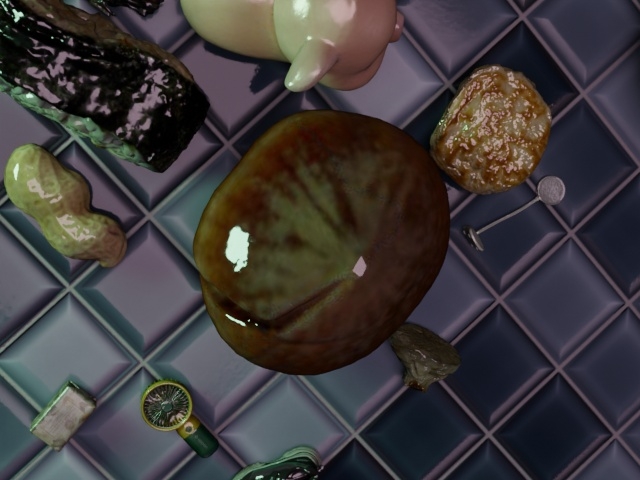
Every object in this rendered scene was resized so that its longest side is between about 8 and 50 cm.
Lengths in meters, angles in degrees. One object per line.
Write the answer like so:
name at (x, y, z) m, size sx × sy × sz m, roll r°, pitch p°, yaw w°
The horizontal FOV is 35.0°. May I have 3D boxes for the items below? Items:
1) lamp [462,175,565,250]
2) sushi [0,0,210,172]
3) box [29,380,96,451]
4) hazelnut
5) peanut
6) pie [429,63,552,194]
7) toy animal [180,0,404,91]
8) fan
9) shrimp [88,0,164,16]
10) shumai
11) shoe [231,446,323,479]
lamp at (0.326, -0.046, 1.680) m, size 0.198 × 0.056 × 0.050 m, roll -31°, pitch 99°, yaw -9°
sushi at (-0.332, -0.238, 1.457) m, size 0.350 × 0.211 × 0.170 m, roll 28°, pitch 87°, yaw -18°
box at (-0.401, 0.273, 1.586) m, size 0.062 × 0.045 × 0.098 m, roll 39°, pitch 88°, yaw -14°
hazelnut at (0.000, 0.000, 1.492) m, size 0.359 × 0.359 × 0.409 m, roll 39°, pitch 80°, yaw -13°
peanut at (-0.385, -0.046, 1.528) m, size 0.104 × 0.086 × 0.227 m, roll -39°, pitch 104°, yaw -7°
pie at (0.275, -0.176, 1.635) m, size 0.179 × 0.084 × 0.205 m, roll 28°, pitch 93°, yaw -11°
toy animal at (-0.040, -0.341, 1.462) m, size 0.327 × 0.269 × 0.237 m, roll 11°, pitch 100°, yaw -8°
fan at (-0.223, 0.287, 1.624) m, size 0.082 × 0.039 × 0.155 m, roll -40°, pitch 104°, yaw -4°
shrimp at (-0.343, -0.490, 1.455) m, size 0.365 × 0.071 × 0.233 m, roll 44°, pitch 112°, yaw -13°
shumai at (0.159, 0.198, 1.664) m, size 0.124 × 0.099 × 0.087 m, roll 32°, pitch 113°, yaw 10°
shoe at (-0.070, 0.398, 1.636) m, size 0.169 × 0.099 × 0.071 m, roll -25°, pitch 103°, yaw -6°
